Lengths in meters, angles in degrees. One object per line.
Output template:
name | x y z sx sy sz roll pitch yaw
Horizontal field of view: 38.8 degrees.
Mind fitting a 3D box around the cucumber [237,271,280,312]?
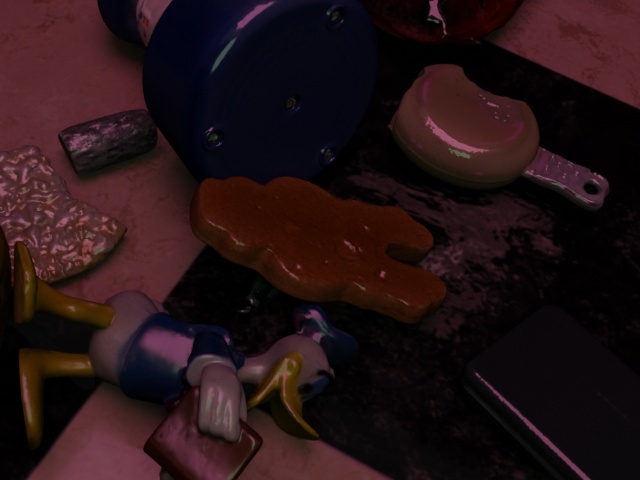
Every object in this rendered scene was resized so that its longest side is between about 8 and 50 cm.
cucumber | -0.048 0.030 1.027 0.037 0.037 0.155 26 54 9

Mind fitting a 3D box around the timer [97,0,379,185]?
timer | -0.146 -0.249 1.105 0.270 0.270 0.383 -30 51 -26

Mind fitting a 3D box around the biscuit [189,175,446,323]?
biscuit | -0.002 0.003 0.999 0.295 0.044 0.186 17 35 -17

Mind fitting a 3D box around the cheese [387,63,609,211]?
cheese | 0.230 -0.119 1.151 0.286 0.082 0.163 26 57 6

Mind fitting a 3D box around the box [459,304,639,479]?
box | 0.273 0.182 0.953 0.160 0.050 0.230 -31 60 -28

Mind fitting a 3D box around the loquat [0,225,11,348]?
loquat | -0.401 0.058 0.821 0.263 0.263 0.263 4 55 -6

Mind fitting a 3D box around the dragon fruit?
dragon fruit | 0.177 -0.397 1.332 0.329 0.228 0.285 -16 91 -41

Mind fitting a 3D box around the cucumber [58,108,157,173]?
cucumber | -0.253 -0.122 1.085 0.112 0.064 0.064 -23 62 -22

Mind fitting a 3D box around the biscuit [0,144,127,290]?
biscuit | -0.351 -0.026 1.018 0.266 0.040 0.188 10 55 -4

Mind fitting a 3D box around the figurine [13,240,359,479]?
figurine | -0.103 0.121 0.870 0.338 0.204 0.283 -5 30 -27
